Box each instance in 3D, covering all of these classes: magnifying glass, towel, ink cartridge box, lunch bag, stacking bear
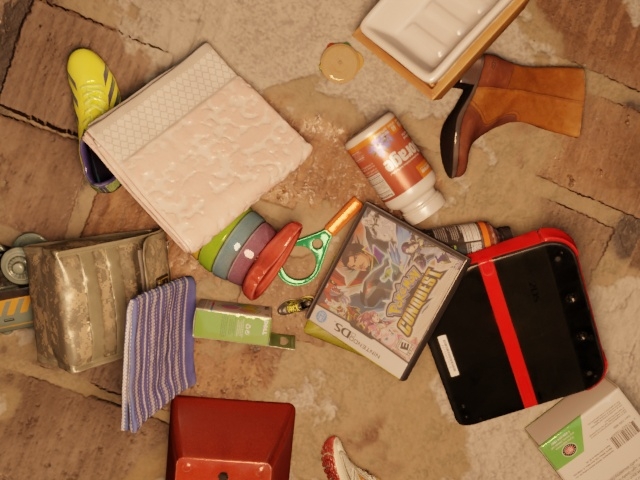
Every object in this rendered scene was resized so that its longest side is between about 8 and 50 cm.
[{"bbox_3d":[0.000,0.000,1.697,0.092,0.026,0.231,44,94,-6],"label":"magnifying glass"},{"bbox_3d":[-0.232,-0.187,1.562,0.332,0.053,0.317,-42,85,-22],"label":"towel"},{"bbox_3d":[-0.298,0.204,1.550,0.040,0.336,0.243,4,95,8],"label":"towel"},{"bbox_3d":[0.612,0.467,1.728,0.211,0.121,0.289,-37,97,2],"label":"ink cartridge box"},{"bbox_3d":[-0.403,0.106,1.582,0.287,0.169,0.235,-13,102,-45],"label":"lunch bag"},{"bbox_3d":[-0.208,-0.023,1.619,0.289,0.164,0.175,34,63,5],"label":"stacking bear"},{"bbox_3d":[-0.151,0.170,1.664,0.209,0.109,0.062,8,97,-4],"label":"ink cartridge box"}]

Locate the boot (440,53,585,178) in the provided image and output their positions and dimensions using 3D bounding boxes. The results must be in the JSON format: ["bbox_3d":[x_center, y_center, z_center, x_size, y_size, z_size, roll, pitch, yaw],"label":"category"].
[{"bbox_3d":[0.397,-0.244,1.674,0.280,0.096,0.264,8,88,-11],"label":"boot"}]

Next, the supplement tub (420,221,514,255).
[{"bbox_3d":[0.297,0.018,1.671,0.197,0.106,0.106,-7,97,-2],"label":"supplement tub"}]

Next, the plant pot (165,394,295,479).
[{"bbox_3d":[-0.190,0.485,1.634,0.267,0.236,0.267,5,97,-4],"label":"plant pot"}]

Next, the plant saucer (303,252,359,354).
[{"bbox_3d":[0.085,0.147,1.705,0.188,0.045,0.188,22,95,-5],"label":"plant saucer"}]

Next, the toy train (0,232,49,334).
[{"bbox_3d":[-0.661,0.105,1.626,0.333,0.142,0.190,-11,109,-3],"label":"toy train"}]

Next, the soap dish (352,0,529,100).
[{"bbox_3d":[0.241,-0.435,1.576,0.291,0.118,0.229,-47,67,3],"label":"soap dish"}]

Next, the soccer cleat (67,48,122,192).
[{"bbox_3d":[-0.440,-0.237,1.598,0.093,0.121,0.289,-9,97,-1],"label":"soccer cleat"}]

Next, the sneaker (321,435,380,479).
[{"bbox_3d":[0.075,0.516,1.737,0.092,0.088,0.225,-29,98,-20],"label":"sneaker"}]

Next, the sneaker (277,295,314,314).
[{"bbox_3d":[-0.052,0.136,1.701,0.083,0.035,0.031,-20,97,3],"label":"sneaker"}]

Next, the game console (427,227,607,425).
[{"bbox_3d":[0.393,0.184,1.669,0.342,0.060,0.387,-18,112,9],"label":"game console"}]

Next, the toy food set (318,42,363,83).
[{"bbox_3d":[0.040,-0.364,1.658,0.082,0.020,0.083,38,94,-6],"label":"toy food set"}]

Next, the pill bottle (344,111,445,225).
[{"bbox_3d":[0.156,-0.142,1.638,0.121,0.121,0.216,-36,97,2],"label":"pill bottle"}]

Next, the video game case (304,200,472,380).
[{"bbox_3d":[0.128,0.097,1.607,0.248,0.035,0.275,31,98,27],"label":"video game case"}]
